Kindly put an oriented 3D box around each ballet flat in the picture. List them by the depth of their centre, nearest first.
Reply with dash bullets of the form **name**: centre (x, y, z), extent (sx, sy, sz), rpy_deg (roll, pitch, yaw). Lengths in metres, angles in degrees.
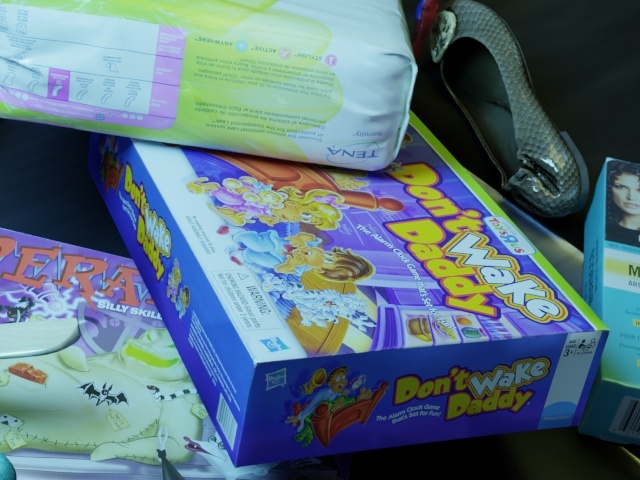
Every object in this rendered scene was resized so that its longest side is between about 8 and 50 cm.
- **ballet flat**: centre (0.143, -0.113, 1.178), extent (0.058, 0.084, 0.250), rpy_deg (-8, 51, -22)

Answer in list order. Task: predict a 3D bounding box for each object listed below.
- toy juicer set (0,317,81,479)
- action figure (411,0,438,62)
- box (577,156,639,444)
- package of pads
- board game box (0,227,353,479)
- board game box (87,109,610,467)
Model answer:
- **toy juicer set**: centre (-0.281, 0.167, 0.770), extent (0.209, 0.089, 0.329), rpy_deg (11, 51, 12)
- **action figure**: centre (0.031, -0.176, 1.222), extent (0.091, 0.139, 0.280), rpy_deg (35, 69, 19)
- **box**: centre (0.247, 0.044, 1.040), extent (0.101, 0.060, 0.244), rpy_deg (13, 42, 1)
- **package of pads**: centre (-0.085, -0.153, 1.006), extent (0.297, 0.101, 0.229), rpy_deg (8, 30, -7)
- **board game box**: centre (-0.146, 0.094, 0.908), extent (0.347, 0.056, 0.208), rpy_deg (13, 38, 1)
- **board game box**: centre (0.000, 0.000, 0.957), extent (0.233, 0.078, 0.347), rpy_deg (-3, 33, -24)
